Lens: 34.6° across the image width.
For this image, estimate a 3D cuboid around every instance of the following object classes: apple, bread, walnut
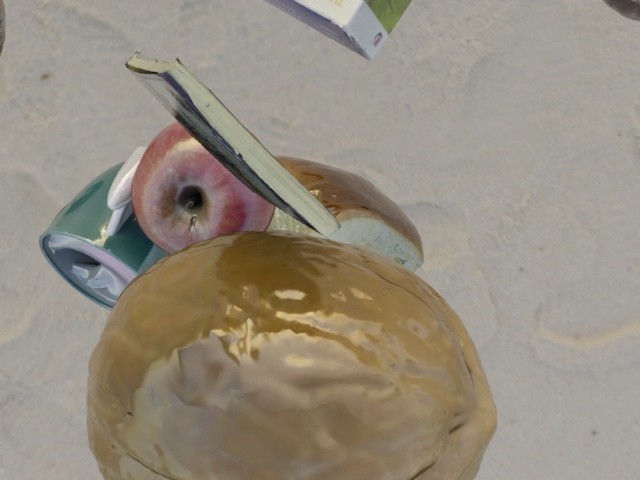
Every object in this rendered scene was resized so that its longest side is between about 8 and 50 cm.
[{"bbox_3d":[-0.117,-0.055,1.074,0.153,0.120,0.153,4,108,11],"label":"apple"},{"bbox_3d":[0.000,0.000,1.521,0.250,0.279,0.225,20,103,-45],"label":"bread"},{"bbox_3d":[-0.020,0.132,0.845,0.333,0.333,0.332,-3,112,-7],"label":"walnut"}]

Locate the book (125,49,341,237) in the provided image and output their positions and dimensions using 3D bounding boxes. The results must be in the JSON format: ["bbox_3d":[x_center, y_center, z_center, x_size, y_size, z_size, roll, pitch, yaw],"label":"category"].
[{"bbox_3d":[-0.076,-0.076,0.772,0.026,0.231,0.157,-46,109,-3],"label":"book"}]

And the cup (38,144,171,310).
[{"bbox_3d":[-0.221,-0.020,1.238,0.167,0.173,0.299,27,150,3],"label":"cup"}]

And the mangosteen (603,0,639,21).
[{"bbox_3d":[0.513,-0.420,1.542,0.210,0.210,0.209,-3,112,-7],"label":"mangosteen"}]

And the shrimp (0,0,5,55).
[{"bbox_3d":[-0.439,-0.239,1.349,0.052,0.132,0.187,30,132,3],"label":"shrimp"}]

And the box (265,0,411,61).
[{"bbox_3d":[0.046,-0.383,1.148,0.200,0.106,0.299,34,90,22],"label":"box"}]
